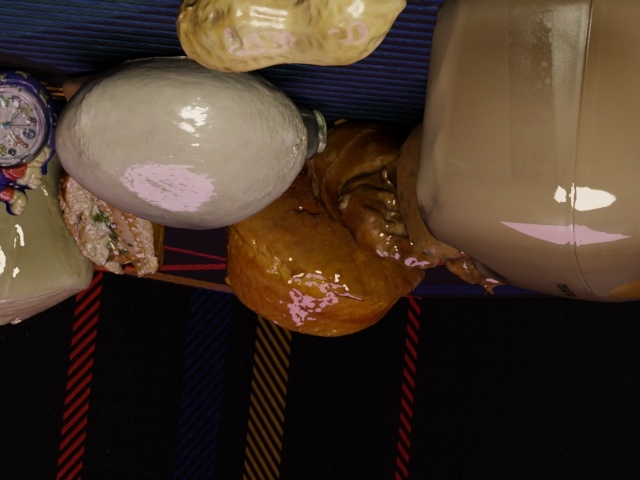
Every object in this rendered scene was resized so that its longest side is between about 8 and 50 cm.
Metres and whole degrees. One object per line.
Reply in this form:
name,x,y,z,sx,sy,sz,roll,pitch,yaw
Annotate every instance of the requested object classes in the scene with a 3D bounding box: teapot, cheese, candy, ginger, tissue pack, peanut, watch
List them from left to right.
watch,-0.427,-0.138,1.839,0.196,0.171,0.200,21,178,-23
cheese,-0.280,-0.181,1.782,0.083,0.044,0.030,-4,-176,40
candy,-0.160,-0.108,1.675,0.295,0.185,0.295,-1,168,0
teapot,-0.042,-0.144,1.843,0.090,0.124,0.092,-8,136,-22
peanut,-0.027,-0.200,1.292,0.229,0.098,0.103,-2,-163,25
ginger,0.162,-0.048,1.874,0.357,0.152,0.274,9,-161,-17
tissue pack,0.255,-0.083,1.312,0.276,0.267,0.387,1,170,16

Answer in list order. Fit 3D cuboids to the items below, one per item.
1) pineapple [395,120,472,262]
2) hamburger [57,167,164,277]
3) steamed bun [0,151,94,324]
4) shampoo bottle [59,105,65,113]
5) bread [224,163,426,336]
pineapple,0.272,-0.071,1.729,0.362,0.202,0.202,1,176,-33
hamburger,-0.310,-0.064,2.195,0.144,0.157,0.283,-1,149,1
steamed bun,-0.508,-0.007,2.247,0.273,0.290,0.272,-18,-175,24
shampoo bottle,-0.262,-0.158,1.915,0.233,0.049,0.087,-1,173,36
bread,0.002,-0.003,2.028,0.312,0.312,0.172,8,130,-23
